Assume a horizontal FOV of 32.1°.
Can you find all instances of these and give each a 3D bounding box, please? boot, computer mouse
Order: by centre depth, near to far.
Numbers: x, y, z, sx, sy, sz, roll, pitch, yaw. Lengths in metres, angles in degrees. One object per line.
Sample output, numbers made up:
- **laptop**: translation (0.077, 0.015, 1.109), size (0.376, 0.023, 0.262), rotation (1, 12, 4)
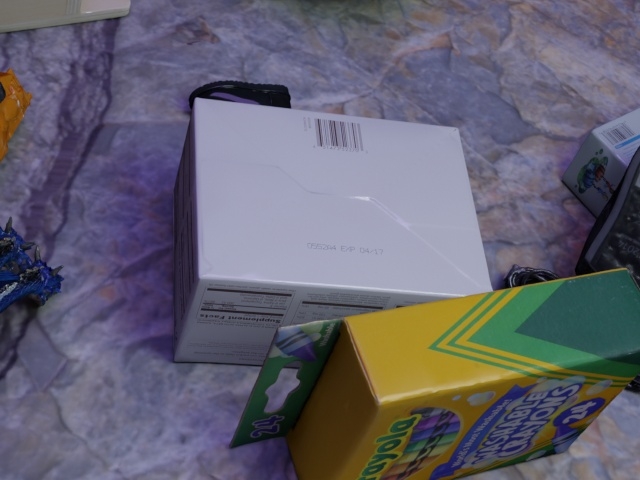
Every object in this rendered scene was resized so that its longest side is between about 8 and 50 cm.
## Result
- **computer mouse**: translation (0.328, -0.004, 1.131), size (0.188, 0.272, 0.072), rotation (34, 8, 7)
- **boot**: translation (-0.073, -0.118, 1.178), size (0.121, 0.045, 0.099), rotation (-3, 58, -21)

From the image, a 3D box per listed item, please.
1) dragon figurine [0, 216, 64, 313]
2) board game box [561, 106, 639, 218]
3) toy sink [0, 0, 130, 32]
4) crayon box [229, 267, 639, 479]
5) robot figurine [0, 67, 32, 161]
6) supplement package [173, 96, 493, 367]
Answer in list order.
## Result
- **dragon figurine**: translation (-0.300, 0.042, 0.878), size (0.085, 0.289, 0.144), rotation (33, 89, 11)
- **board game box**: translation (0.456, -0.025, 1.245), size (0.224, 0.097, 0.303), rotation (-24, 63, -31)
- **toy sink**: translation (-0.327, -0.325, 1.194), size (0.234, 0.131, 0.153), rotation (-13, 59, -27)
- **crayon box**: translation (0.103, 0.132, 0.938), size (0.322, 0.203, 0.083), rotation (-8, 57, -22)
- **robot figurine**: translation (-0.360, -0.087, 0.977), size (0.085, 0.211, 0.291), rotation (1, 45, 20)
- **supplement package**: translation (0.000, 0.000, 1.042), size (0.261, 0.145, 0.204), rotation (5, 53, -15)
